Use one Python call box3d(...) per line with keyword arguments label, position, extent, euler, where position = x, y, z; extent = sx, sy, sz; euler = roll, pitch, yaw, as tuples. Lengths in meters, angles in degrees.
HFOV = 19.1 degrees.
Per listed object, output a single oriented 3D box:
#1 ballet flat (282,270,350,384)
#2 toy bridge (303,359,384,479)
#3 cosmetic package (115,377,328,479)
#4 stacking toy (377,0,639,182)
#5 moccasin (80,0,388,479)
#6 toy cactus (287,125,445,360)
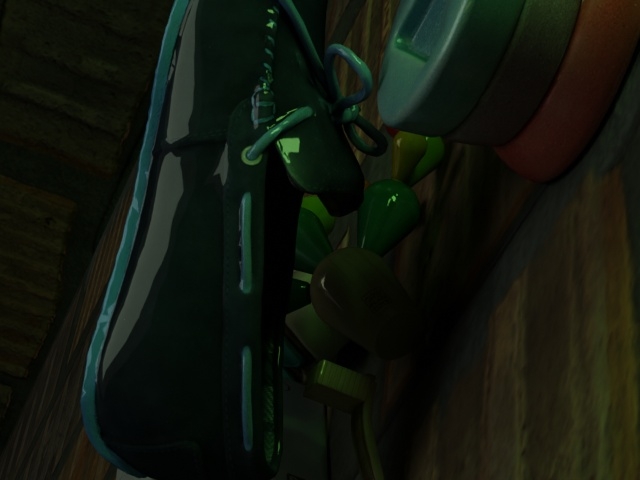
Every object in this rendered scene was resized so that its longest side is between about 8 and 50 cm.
box3d(label="ballet flat", position=(-0.020, 0.052, 1.273), extent=(0.248, 0.086, 0.086), euler=(160, 130, -73))
box3d(label="toy bridge", position=(0.003, 0.151, 0.978), extent=(0.026, 0.063, 0.188), euler=(130, 160, -60))
box3d(label="cosmetic package", position=(-0.061, 0.159, 1.138), extent=(0.231, 0.117, 0.085), euler=(-94, 28, -62))
box3d(label="stacking toy", position=(0.117, -0.198, 0.900), extent=(0.309, 0.130, 0.279), euler=(128, 159, -55))
box3d(label="moccasin", position=(-0.026, -0.034, 1.023), extent=(0.138, 0.117, 0.342), euler=(15, -93, -71))
box3d(label="toy cactus", position=(0.000, 0.000, 1.111), extent=(0.180, 0.219, 0.112), euler=(43, 149, 45))
